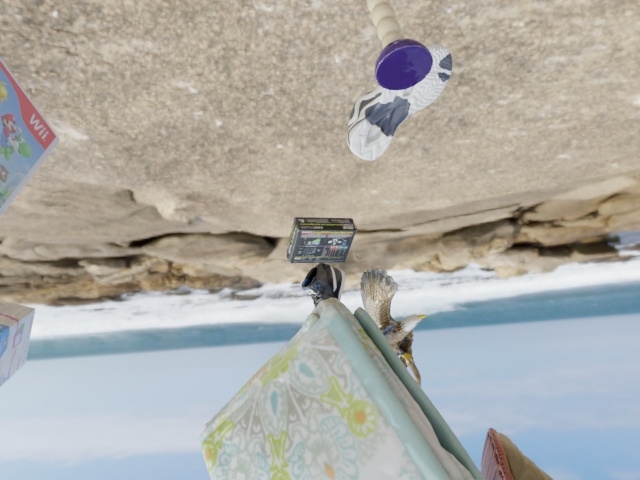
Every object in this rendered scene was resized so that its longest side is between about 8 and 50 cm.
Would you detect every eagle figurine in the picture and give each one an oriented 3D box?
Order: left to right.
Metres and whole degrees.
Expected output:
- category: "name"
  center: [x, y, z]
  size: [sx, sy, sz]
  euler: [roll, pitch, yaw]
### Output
- category: "eagle figurine"
  center: [0.179, 0.238, 1.474]
  size: [0.226, 0.225, 0.298]
  euler: [33, 173, 48]

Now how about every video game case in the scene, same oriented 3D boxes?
- category: "video game case"
  center: [-0.453, -0.124, 0.669]
  size: [0.025, 0.285, 0.204]
  euler: [-8, 133, 16]

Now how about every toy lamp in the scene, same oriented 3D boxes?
- category: "toy lamp"
  center: [0.068, -0.319, 0.698]
  size: [0.080, 0.274, 0.080]
  euler: [-10, 151, -5]

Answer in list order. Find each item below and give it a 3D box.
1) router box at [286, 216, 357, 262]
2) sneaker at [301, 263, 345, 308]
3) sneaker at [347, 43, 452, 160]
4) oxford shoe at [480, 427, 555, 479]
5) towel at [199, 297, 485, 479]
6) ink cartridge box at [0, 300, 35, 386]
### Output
- category: "router box"
  center: [0.000, 0.000, 1.058]
  size: [0.122, 0.038, 0.092]
  euler: [0, 135, -19]
- category: "sneaker"
  center: [-0.005, 0.165, 1.427]
  size: [0.079, 0.216, 0.121]
  euler: [-13, 152, 43]
- category: "sneaker"
  center: [0.129, -0.263, 0.990]
  size: [0.094, 0.235, 0.153]
  euler: [29, -162, -20]
- category: "oxford shoe"
  center: [0.373, 0.460, 0.963]
  size: [0.130, 0.123, 0.348]
  euler: [7, -165, 1]
- category: "towel"
  center: [0.016, 0.301, 0.679]
  size: [0.320, 0.374, 0.090]
  euler: [-48, 142, 18]
- category: "ink cartridge box"
  center: [-0.432, 0.141, 0.718]
  size: [0.052, 0.088, 0.122]
  euler: [13, -174, -12]
